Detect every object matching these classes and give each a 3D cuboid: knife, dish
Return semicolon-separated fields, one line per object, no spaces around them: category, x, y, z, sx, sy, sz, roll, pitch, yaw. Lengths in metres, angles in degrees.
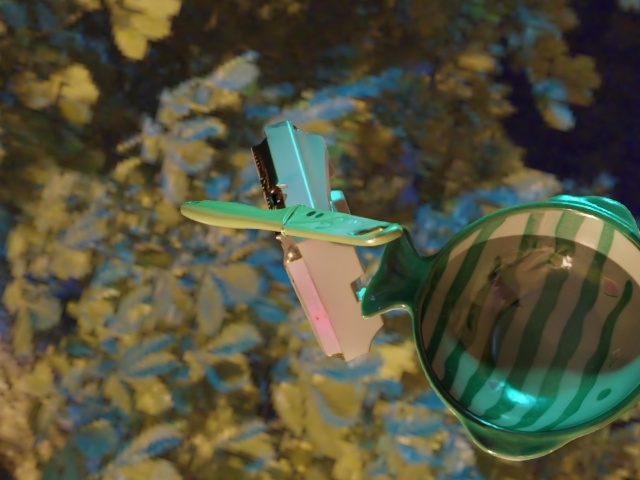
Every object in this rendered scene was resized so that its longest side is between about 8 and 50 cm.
knife;-0.023;-0.013;0.970;0.030;0.207;0.014;-33;-64;-32
dish;0.160;0.068;1.205;0.224;0.246;0.078;-65;-23;-19

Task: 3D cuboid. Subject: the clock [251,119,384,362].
clock;0.000;0.000;1.801;0.253;0.083;0.186;68;-176;-50
